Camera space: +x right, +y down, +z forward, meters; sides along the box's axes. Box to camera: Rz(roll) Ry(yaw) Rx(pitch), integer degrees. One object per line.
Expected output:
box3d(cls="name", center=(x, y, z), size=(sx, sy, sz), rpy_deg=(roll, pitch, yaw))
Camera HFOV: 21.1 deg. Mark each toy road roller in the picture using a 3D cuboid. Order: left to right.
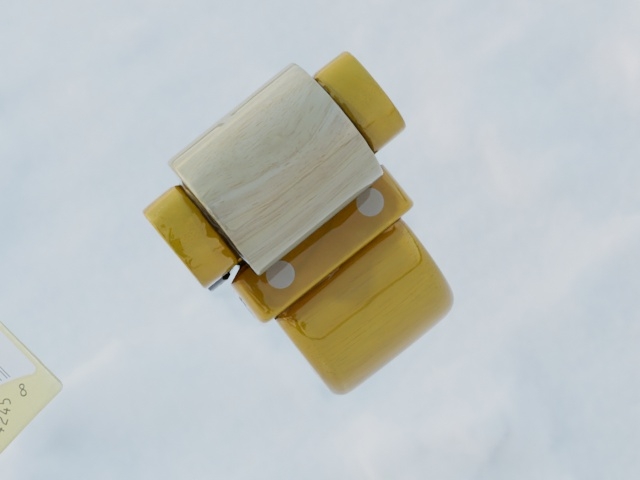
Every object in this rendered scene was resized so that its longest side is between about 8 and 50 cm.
box3d(cls="toy road roller", center=(0.000, 0.000, 1.438), size=(0.202, 0.240, 0.329), rpy_deg=(-39, -1, -4))

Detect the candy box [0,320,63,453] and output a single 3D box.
box3d(cls="candy box", center=(-0.279, 0.159, 0.805), size=(0.316, 0.087, 0.183), rpy_deg=(-48, 12, -27))
